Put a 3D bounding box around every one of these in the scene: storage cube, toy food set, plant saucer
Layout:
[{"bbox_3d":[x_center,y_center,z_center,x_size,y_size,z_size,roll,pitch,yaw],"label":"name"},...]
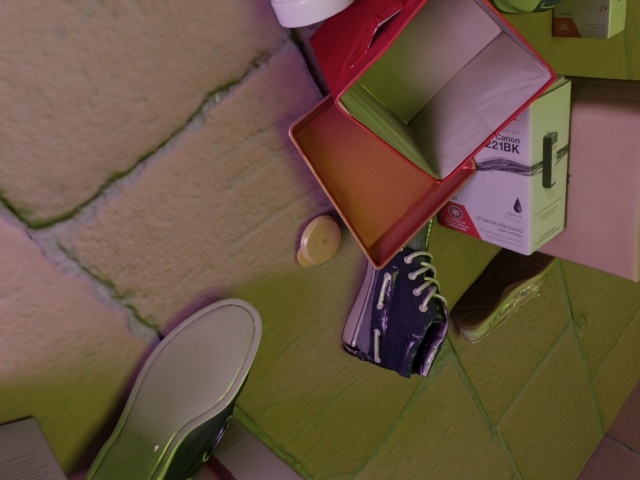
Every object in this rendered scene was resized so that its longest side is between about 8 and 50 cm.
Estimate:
[{"bbox_3d":[0.124,-0.221,0.712,0.215,0.193,0.183,30,118,-31],"label":"storage cube"},{"bbox_3d":[0.000,0.000,0.903,0.083,0.020,0.083,-11,113,-39],"label":"toy food set"},{"bbox_3d":[0.096,-0.133,0.884,0.259,0.048,0.258,-43,116,-20],"label":"plant saucer"}]

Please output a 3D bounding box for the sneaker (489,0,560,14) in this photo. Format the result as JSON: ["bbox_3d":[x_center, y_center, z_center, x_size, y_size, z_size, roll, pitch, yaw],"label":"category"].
[{"bbox_3d":[0.339,-0.444,0.915,0.316,0.182,0.127,7,104,-43],"label":"sneaker"}]

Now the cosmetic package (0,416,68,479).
[{"bbox_3d":[-0.304,0.298,0.602,0.086,0.231,0.117,-7,111,-40],"label":"cosmetic package"}]

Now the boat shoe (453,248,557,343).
[{"bbox_3d":[0.401,0.104,1.259,0.285,0.104,0.089,-37,134,-12],"label":"boat shoe"}]

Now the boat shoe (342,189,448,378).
[{"bbox_3d":[0.160,0.064,0.976,0.127,0.158,0.340,6,103,-43],"label":"boat shoe"}]

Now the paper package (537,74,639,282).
[{"bbox_3d":[0.459,-0.126,1.051,0.168,0.325,0.309,-30,124,-31],"label":"paper package"}]

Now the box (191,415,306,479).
[{"bbox_3d":[-0.104,0.381,0.815,0.127,0.232,0.148,-25,122,-34],"label":"box"}]

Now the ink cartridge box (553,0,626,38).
[{"bbox_3d":[0.505,-0.488,1.093,0.067,0.115,0.198,-30,124,-30],"label":"ink cartridge box"}]

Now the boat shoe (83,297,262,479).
[{"bbox_3d":[-0.182,0.234,0.776,0.340,0.127,0.113,-62,164,-14],"label":"boat shoe"}]

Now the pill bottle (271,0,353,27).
[{"bbox_3d":[-0.042,-0.370,0.632,0.136,0.136,0.245,-41,130,-22],"label":"pill bottle"}]

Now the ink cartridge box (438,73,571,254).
[{"bbox_3d":[0.302,-0.139,0.994,0.114,0.197,0.272,-29,124,-30],"label":"ink cartridge box"}]
